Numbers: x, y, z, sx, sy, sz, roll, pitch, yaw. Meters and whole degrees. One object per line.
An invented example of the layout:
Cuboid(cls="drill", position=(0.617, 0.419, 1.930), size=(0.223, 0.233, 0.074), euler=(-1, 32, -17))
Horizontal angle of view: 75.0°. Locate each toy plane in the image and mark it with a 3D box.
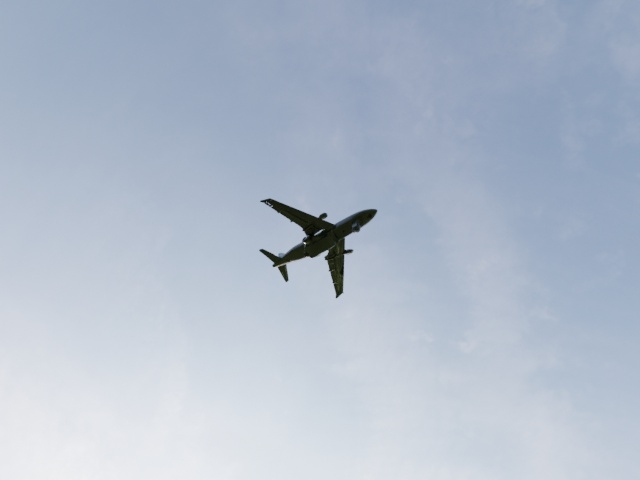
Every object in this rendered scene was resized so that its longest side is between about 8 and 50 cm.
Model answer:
Cuboid(cls="toy plane", position=(-0.002, 0.002, 0.706), size=(0.226, 0.058, 0.226), euler=(-24, -67, 34))
